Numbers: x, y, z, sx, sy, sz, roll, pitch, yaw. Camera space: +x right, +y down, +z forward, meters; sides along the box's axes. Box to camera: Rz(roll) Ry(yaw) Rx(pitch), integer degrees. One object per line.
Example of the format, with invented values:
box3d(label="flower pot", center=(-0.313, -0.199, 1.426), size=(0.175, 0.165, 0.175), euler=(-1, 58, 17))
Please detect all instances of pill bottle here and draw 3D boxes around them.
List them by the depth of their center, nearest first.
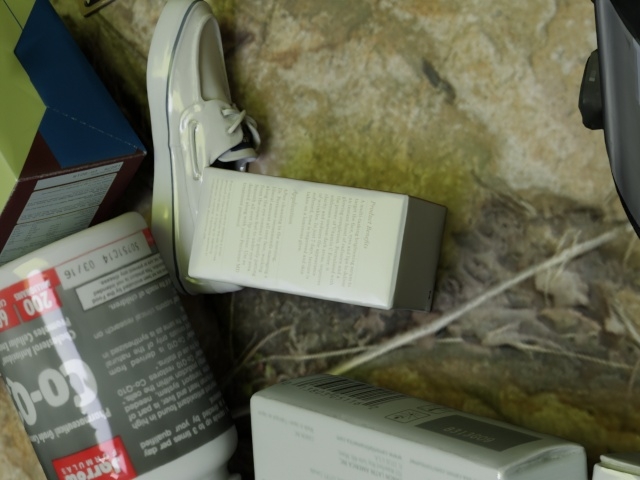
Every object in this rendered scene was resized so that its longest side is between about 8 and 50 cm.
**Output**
box3d(label="pill bottle", center=(-0.166, 0.134, 1.525), size=(0.161, 0.161, 0.283), euler=(-23, 92, 26))

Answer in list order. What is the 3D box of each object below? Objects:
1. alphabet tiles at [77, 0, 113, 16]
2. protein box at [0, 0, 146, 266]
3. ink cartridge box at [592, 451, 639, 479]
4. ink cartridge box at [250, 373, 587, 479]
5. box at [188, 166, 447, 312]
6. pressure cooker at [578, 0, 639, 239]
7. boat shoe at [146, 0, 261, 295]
box3d(label="alphabet tiles", center=(-0.218, -0.312, 1.715), size=(0.237, 0.009, 0.198), euler=(-26, 74, 26))
box3d(label="protein box", center=(-0.287, -0.076, 1.620), size=(0.200, 0.136, 0.201), euler=(56, 136, 21))
box3d(label="ink cartridge box", center=(0.250, 0.299, 1.276), size=(0.121, 0.211, 0.289), euler=(10, 91, 28))
box3d(label="ink cartridge box", center=(0.077, 0.314, 1.403), size=(0.308, 0.091, 0.385), euler=(10, 108, 53))
box3d(label="box", center=(0.000, 0.000, 1.477), size=(0.170, 0.130, 0.091), euler=(9, 89, 17))
box3d(label="pressure cooker", center=(0.350, -0.122, 1.160), size=(0.375, 0.420, 0.370), euler=(-8, 60, 8))
box3d(label="boat shoe", center=(-0.092, -0.082, 1.584), size=(0.084, 0.095, 0.258), euler=(1, 97, 25))
